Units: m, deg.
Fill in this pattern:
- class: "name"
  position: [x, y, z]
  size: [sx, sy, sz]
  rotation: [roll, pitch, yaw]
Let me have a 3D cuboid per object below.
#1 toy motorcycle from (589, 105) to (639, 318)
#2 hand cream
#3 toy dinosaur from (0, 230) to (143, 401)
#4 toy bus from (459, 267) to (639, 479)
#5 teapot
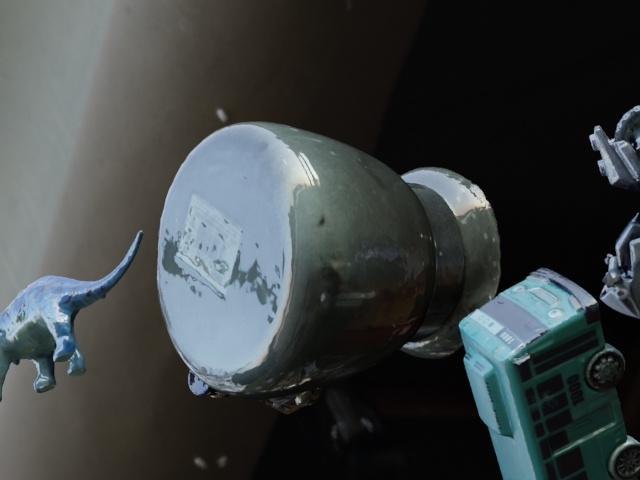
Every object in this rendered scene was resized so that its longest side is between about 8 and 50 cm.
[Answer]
- class: "toy motorcycle"
  position: [0.381, -0.018, 1.375]
  size: [0.159, 0.106, 0.271]
  rotation: [-20, -82, 17]
- class: "hand cream"
  position: [-0.071, 0.156, 1.250]
  size: [0.062, 0.039, 0.163]
  rotation: [-39, -36, 26]
- class: "toy dinosaur"
  position: [-0.301, 0.099, 1.268]
  size: [0.329, 0.144, 0.076]
  rotation: [-18, -20, 35]
- class: "toy bus"
  position: [0.153, 0.109, 0.790]
  size: [0.091, 0.079, 0.160]
  rotation: [-24, -66, -13]
- class: "teapot"
  position: [0.004, 0.023, 1.045]
  size: [0.285, 0.305, 0.223]
  rotation: [2, -97, -38]
